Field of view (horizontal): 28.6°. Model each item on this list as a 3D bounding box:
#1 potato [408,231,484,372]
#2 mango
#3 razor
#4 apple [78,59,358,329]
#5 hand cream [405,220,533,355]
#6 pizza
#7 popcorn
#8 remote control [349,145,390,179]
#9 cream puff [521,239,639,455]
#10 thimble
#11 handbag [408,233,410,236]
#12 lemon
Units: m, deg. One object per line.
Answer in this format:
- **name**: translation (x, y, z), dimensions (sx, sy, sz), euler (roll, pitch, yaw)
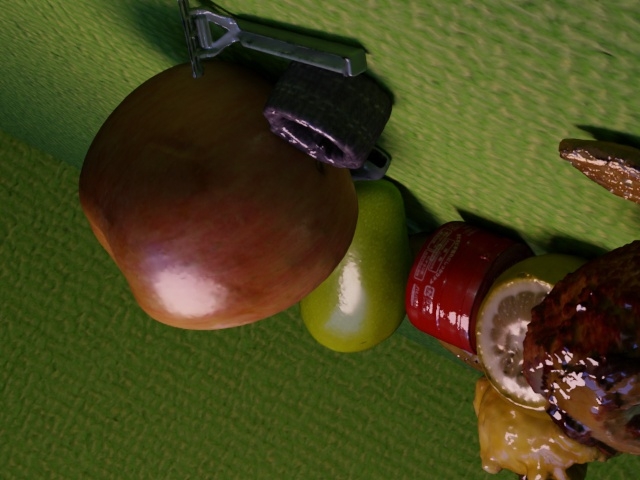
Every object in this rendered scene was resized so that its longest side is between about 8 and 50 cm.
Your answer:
- **potato**: translation (0.244, 0.115, 2.142), dimensions (0.300, 0.140, 0.173), euler (47, 175, 11)
- **mango**: translation (0.066, 0.041, 2.058), dimensions (0.192, 0.156, 0.343), euler (24, 131, 14)
- **razor**: translation (-0.058, -0.238, 1.518), dimensions (0.278, 0.056, 0.111), euler (15, 130, 35)
- **apple**: translation (-0.155, -0.060, 1.787), dimensions (0.391, 0.346, 0.391), euler (51, 173, 8)
- **hand cream**: translation (0.230, 0.072, 1.936), dimensions (0.125, 0.193, 0.193), euler (25, 171, 34)
- **pizza**: translation (0.327, -0.071, 1.303), dimensions (0.160, 0.036, 0.099), euler (23, 170, 34)
- **popcorn**: translation (0.409, 0.291, 2.244), dimensions (0.297, 0.316, 0.281), euler (6, 149, 36)
- **remote control**: translation (0.024, -0.124, 1.915), dimensions (0.087, 0.047, 0.244), euler (35, 168, -23)
- **cream puff**: translation (0.404, 0.120, 1.481), dimensions (0.350, 0.228, 0.350), euler (1, 146, 0)
- **thimble**: translation (0.009, -0.162, 1.568), dimensions (0.150, 0.098, 0.150), euler (27, 170, 5)
- **handbag**: translation (0.000, 0.000, 2.356), dimensions (0.237, 0.160, 0.358), euler (24, 174, -24)
- **lemon**: translation (0.356, 0.138, 1.809), dimensions (0.240, 0.240, 0.219), euler (22, -166, 39)
